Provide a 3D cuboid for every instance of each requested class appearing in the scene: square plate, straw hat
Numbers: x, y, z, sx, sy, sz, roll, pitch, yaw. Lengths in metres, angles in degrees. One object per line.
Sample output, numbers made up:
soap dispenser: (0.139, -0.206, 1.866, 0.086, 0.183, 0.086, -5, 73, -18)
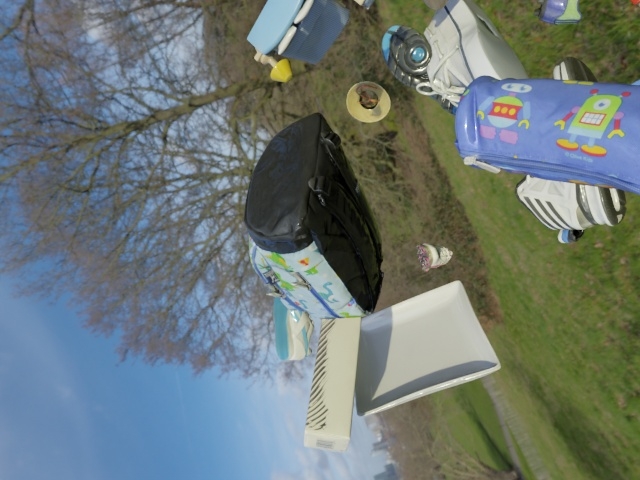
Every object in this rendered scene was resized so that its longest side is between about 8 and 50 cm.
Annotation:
square plate: (0.244, 0.271, 1.207, 0.049, 0.344, 0.347, 60, -166, -25)
straw hat: (0.150, -0.443, 1.459, 0.144, 0.144, 0.061, 71, -157, -47)

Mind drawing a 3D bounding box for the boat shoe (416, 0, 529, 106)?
boat shoe: (0.248, -0.313, 0.856, 0.135, 0.156, 0.367, 20, -137, -27)

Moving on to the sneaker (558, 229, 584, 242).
sneaker: (0.876, -0.066, 1.628, 0.084, 0.058, 0.152, 177, 110, -76)

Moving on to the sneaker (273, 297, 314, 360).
sneaker: (-0.070, 0.210, 1.296, 0.087, 0.092, 0.229, -15, 72, 52)

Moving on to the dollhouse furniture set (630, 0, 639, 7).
dollhouse furniture set: (0.940, -0.738, 1.242, 0.135, 0.259, 0.262, 20, -134, -38)

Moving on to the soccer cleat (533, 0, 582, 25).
soccer cleat: (0.598, -0.626, 1.094, 0.121, 0.289, 0.093, 23, 174, 16)

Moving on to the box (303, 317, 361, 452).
box: (0.029, 0.303, 1.033, 0.113, 0.094, 0.275, 95, -177, -50)

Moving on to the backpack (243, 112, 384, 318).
backpack: (0.000, 0.000, 0.899, 0.355, 0.273, 0.290, 42, -141, -37)

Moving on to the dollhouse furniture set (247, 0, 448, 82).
dollhouse furniture set: (0.070, -0.389, 0.862, 0.198, 0.303, 0.286, 46, -155, 12)

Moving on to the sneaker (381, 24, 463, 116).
sneaker: (0.310, -0.462, 1.319, 0.341, 0.125, 0.139, 46, -152, 6)

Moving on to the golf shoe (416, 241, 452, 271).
golf shoe: (0.292, 0.033, 1.205, 0.186, 0.086, 0.067, 29, -138, -77)

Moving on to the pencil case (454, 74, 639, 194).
pencil case: (0.298, -0.123, 0.559, 0.306, 0.133, 0.119, 26, 171, 48)

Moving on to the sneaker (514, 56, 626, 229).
sneaker: (0.621, -0.239, 1.269, 0.257, 0.169, 0.448, -15, 83, 53)

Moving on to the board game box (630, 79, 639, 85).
board game box: (1.051, -0.397, 1.534, 0.233, 0.347, 0.078, 60, 174, 29)
